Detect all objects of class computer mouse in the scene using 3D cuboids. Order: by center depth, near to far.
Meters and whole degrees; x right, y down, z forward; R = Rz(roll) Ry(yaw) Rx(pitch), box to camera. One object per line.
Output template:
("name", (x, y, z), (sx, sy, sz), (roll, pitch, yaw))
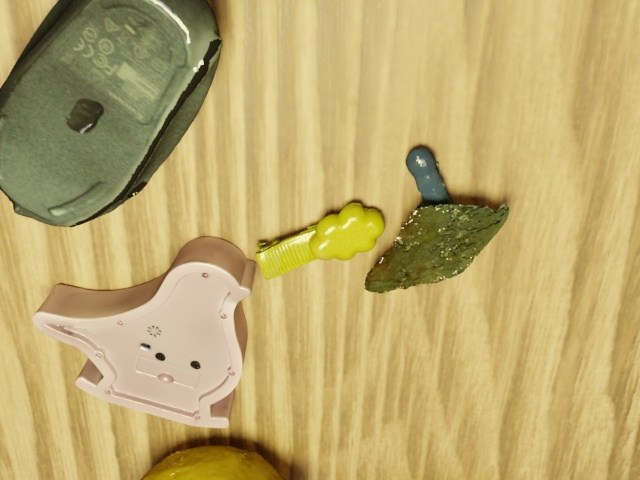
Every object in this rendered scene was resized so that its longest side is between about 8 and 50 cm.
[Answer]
("computer mouse", (-0.247, -0.164, 0.822), (0.203, 0.114, 0.374), (39, 122, -19))

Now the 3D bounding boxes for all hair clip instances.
("hair clip", (0.000, 0.000, 0.933), (0.173, 0.046, 0.072), (-16, 120, 10))

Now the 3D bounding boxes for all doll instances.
("doll", (0.142, -0.063, 0.902), (0.037, 0.027, 0.125), (-21, 119, 15))

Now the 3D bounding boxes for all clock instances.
("clock", (-0.237, 0.110, 0.991), (0.290, 0.080, 0.275), (14, 118, -6))

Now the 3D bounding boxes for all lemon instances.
("lemon", (-0.163, 0.435, 1.070), (0.310, 0.253, 0.254), (-21, 115, 14))

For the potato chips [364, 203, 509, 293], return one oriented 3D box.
("potato chips", (0.144, 0.007, 0.921), (0.209, 0.026, 0.142), (-20, 132, 11))
